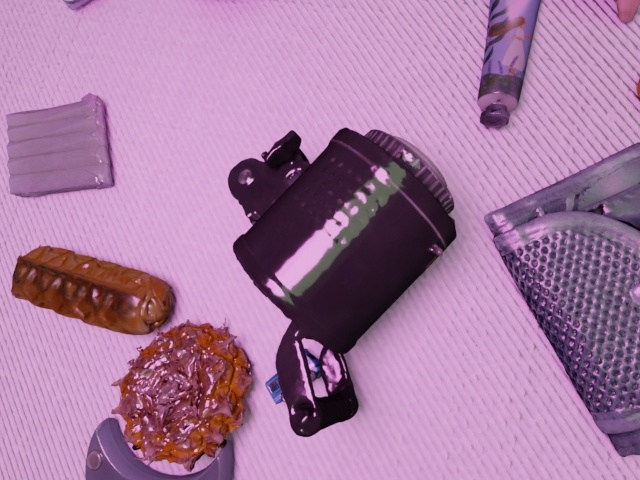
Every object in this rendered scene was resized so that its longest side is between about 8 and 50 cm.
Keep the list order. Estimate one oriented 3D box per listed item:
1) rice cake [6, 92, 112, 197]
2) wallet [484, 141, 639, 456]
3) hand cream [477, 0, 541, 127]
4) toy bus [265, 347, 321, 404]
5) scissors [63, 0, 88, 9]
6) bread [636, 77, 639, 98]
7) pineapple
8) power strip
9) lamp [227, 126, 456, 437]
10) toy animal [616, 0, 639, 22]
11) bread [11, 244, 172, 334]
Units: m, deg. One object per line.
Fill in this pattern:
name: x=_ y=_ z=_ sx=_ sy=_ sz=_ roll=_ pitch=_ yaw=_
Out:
rice cake: x=-0.475 y=-0.168 z=0.753 sx=0.197 sy=0.037 sz=0.190 roll=-13 pitch=79 yaw=9
wallet: x=0.394 y=0.066 z=0.519 sx=0.237 sy=0.075 sz=0.342 roll=-27 pitch=77 yaw=10
hand cream: x=0.274 y=-0.290 z=0.613 sx=0.088 sy=0.055 sz=0.256 roll=12 pitch=77 yaw=9
toy bus: x=-0.037 y=0.198 z=0.604 sx=0.083 sy=0.038 sz=0.046 roll=-40 pitch=73 yaw=3
scissors: x=-0.375 y=-0.513 z=0.788 sx=0.255 sy=0.030 sz=0.125 roll=-29 pitch=77 yaw=3
bread: x=0.472 y=-0.208 z=0.556 sx=0.083 sy=0.046 sz=0.081 roll=23 pitch=84 yaw=15
pineapple: x=-0.203 y=0.211 z=0.593 sx=0.224 sy=0.076 sz=0.225 roll=-3 pitch=62 yaw=6
power strip: x=-0.256 y=0.363 z=0.617 sx=0.253 sy=0.054 sz=0.168 roll=3 pitch=81 yaw=11
lamp: x=0.041 y=0.003 z=0.529 sx=0.272 sy=0.205 sz=0.374 roll=-29 pitch=66 yaw=10
toy animal: x=0.434 y=-0.455 z=0.547 sx=0.166 sy=0.154 sz=0.250 roll=29 pitch=82 yaw=-8
bread: x=-0.362 y=0.080 z=0.667 sx=0.269 sy=0.098 sz=0.087 roll=13 pitch=126 yaw=13
